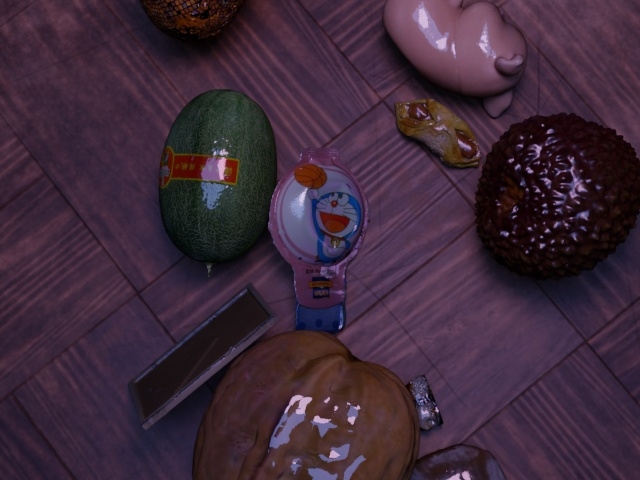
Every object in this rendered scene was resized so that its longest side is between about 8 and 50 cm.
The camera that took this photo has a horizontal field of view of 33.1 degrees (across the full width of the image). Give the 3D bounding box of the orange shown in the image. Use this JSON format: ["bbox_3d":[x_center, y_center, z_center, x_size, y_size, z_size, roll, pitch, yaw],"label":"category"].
[{"bbox_3d":[-0.183,-0.421,1.664,0.182,0.234,0.234,43,84,-9],"label":"orange"}]

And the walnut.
[{"bbox_3d":[-0.030,0.306,1.517,0.306,0.306,0.344,32,87,7],"label":"walnut"}]

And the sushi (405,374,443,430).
[{"bbox_3d":[0.152,0.250,1.638,0.046,0.044,0.083,-21,79,-2],"label":"sushi"}]

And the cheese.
[{"bbox_3d":[0.000,0.000,1.654,0.188,0.074,0.286,0,91,-32],"label":"cheese"}]

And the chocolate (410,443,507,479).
[{"bbox_3d":[0.224,0.430,1.587,0.156,0.080,0.254,-20,81,-1],"label":"chocolate"}]

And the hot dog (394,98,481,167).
[{"bbox_3d":[0.187,-0.177,1.697,0.169,0.061,0.078,34,82,7],"label":"hot dog"}]

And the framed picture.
[{"bbox_3d":[-0.178,0.167,1.603,0.250,0.184,0.016,-40,110,-5],"label":"framed picture"}]

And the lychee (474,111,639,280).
[{"bbox_3d":[0.366,-0.068,1.597,0.271,0.271,0.272,0,81,2],"label":"lychee"}]

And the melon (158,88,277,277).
[{"bbox_3d":[-0.156,-0.087,1.637,0.182,0.182,0.288,2,81,3],"label":"melon"}]

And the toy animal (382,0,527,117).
[{"bbox_3d":[0.208,-0.314,1.671,0.250,0.166,0.154,35,93,14],"label":"toy animal"}]
